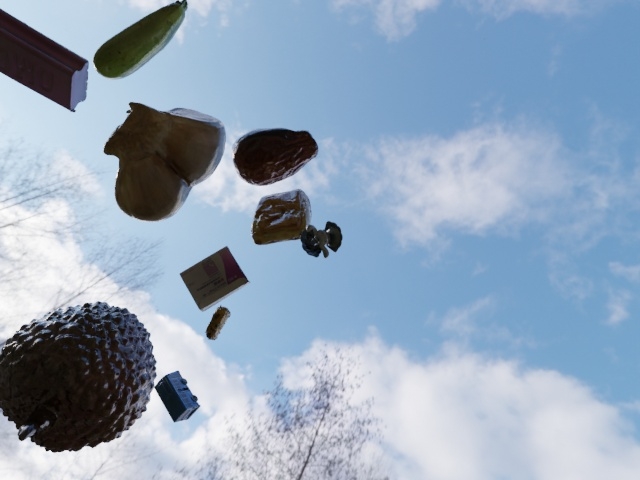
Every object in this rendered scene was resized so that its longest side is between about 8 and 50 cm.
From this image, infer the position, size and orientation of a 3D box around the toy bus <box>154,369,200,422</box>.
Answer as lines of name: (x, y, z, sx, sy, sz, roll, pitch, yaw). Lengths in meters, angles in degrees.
toy bus: (-0.572, 0.616, 1.679, 0.090, 0.106, 0.185, -48, -114, 10)

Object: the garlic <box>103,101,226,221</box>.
garlic: (-0.207, -0.107, 0.567, 0.124, 0.099, 0.175, 30, -94, -5)

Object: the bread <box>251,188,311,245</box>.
bread: (-0.138, -0.092, 1.509, 0.210, 0.235, 0.099, -8, -49, 10)

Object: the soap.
soap: (-0.601, -0.376, 0.888, 0.203, 0.066, 0.122, 28, -39, -15)

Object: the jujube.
jujube: (-0.124, -0.239, 1.156, 0.236, 0.168, 0.168, -16, -72, 4)

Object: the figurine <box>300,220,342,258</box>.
figurine: (0.000, 0.000, 1.045, 0.082, 0.086, 0.095, -31, -111, 52)

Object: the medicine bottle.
medicine bottle: (-0.380, 0.139, 1.529, 0.171, 0.201, 0.052, 55, -13, 20)

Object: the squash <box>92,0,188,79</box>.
squash: (-0.568, -0.651, 1.372, 0.370, 0.118, 0.118, -40, -83, -8)

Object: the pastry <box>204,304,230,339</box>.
pastry: (-0.408, 0.327, 1.676, 0.056, 0.080, 0.140, 28, -101, 16)

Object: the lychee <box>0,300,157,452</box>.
lychee: (-0.267, 0.153, 0.465, 0.164, 0.197, 0.165, 2, -66, 4)
